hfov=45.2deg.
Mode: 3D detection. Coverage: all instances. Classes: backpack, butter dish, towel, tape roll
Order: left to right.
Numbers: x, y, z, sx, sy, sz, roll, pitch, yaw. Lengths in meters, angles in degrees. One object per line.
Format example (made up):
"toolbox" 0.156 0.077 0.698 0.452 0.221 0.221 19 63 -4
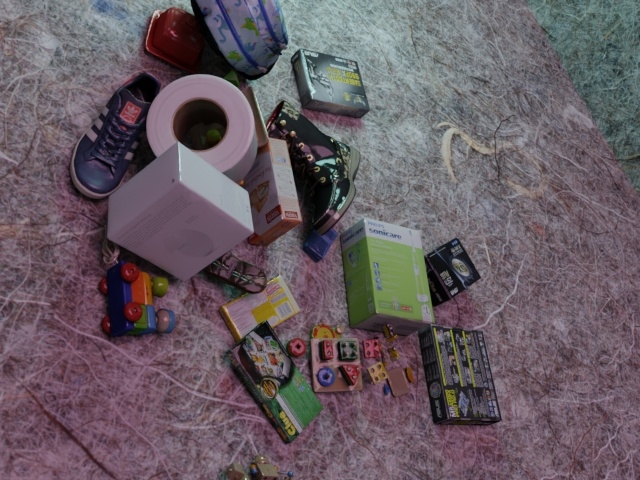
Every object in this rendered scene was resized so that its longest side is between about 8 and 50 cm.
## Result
"butter dish" -0.364 -0.551 2.034 0.160 0.118 0.160 23 53 -27
"tape roll" -0.273 -0.246 1.808 0.246 0.169 0.246 0 80 -2
"backpack" -0.208 -0.578 1.983 0.290 0.273 0.355 71 21 -2
"towel" 0.000 0.000 2.084 0.067 0.029 0.119 43 47 -11

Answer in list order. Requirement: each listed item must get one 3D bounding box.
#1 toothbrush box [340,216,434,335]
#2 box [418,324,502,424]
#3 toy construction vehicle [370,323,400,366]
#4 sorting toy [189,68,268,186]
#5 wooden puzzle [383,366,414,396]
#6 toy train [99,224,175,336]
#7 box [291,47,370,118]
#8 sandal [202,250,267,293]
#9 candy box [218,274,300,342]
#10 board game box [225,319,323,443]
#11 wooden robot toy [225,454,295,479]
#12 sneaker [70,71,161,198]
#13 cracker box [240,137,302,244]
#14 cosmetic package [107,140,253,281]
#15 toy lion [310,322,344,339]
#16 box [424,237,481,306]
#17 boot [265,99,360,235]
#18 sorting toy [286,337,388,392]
"toothbrush box" 0.181 0.102 2.109 0.206 0.122 0.283 12 60 -33
"box" 0.392 0.380 2.168 0.216 0.060 0.270 10 61 -34
"toy construction vehicle" 0.176 0.277 2.034 0.035 0.086 0.098 -8 71 -48
"sorting toy" -0.242 -0.293 1.940 0.047 0.195 0.348 62 9 -65
"wooden puzzle" 0.207 0.377 2.054 0.116 0.014 0.079 0 63 -39
"toy train" -0.396 0.087 1.677 0.143 0.105 0.248 13 58 -45
"box" 0.031 -0.479 2.353 0.231 0.056 0.183 3 64 -37
"sandal" -0.228 0.060 1.841 0.219 0.060 0.090 30 65 -4
"candy box" -0.145 0.169 1.875 0.206 0.027 0.105 -27 85 -44
"board game box" -0.104 0.329 1.802 0.136 0.030 0.260 -38 98 -46
"wooden robot toy" -0.138 0.508 1.687 0.173 0.076 0.079 16 22 -31
"sneaker" -0.463 -0.257 1.772 0.131 0.148 0.350 30 51 -23
"cracker box" -0.135 -0.123 1.955 0.067 0.155 0.232 5 63 -39
"cosmetic package" -0.307 -0.058 1.683 0.224 0.224 0.138 36 30 -41
"toy lion" 0.021 0.259 1.960 0.096 0.034 0.100 -6 71 -33
"box" 0.374 0.093 2.298 0.180 0.077 0.147 -25 84 -44
"boot" -0.040 -0.204 2.074 0.284 0.138 0.377 37 39 -17
"sorting toy" 0.053 0.307 1.913 0.274 0.046 0.132 3 73 -24
